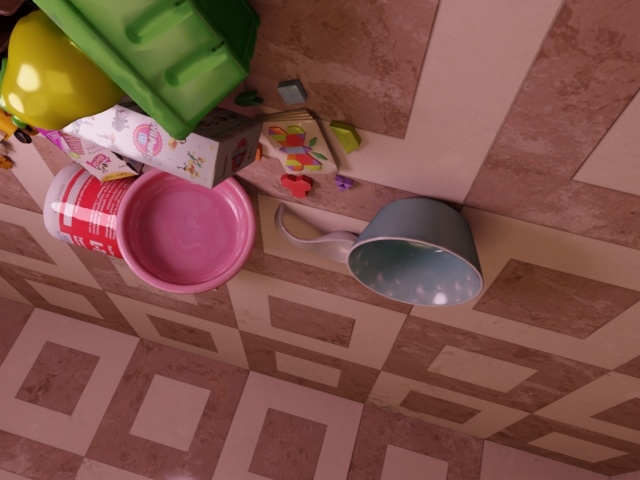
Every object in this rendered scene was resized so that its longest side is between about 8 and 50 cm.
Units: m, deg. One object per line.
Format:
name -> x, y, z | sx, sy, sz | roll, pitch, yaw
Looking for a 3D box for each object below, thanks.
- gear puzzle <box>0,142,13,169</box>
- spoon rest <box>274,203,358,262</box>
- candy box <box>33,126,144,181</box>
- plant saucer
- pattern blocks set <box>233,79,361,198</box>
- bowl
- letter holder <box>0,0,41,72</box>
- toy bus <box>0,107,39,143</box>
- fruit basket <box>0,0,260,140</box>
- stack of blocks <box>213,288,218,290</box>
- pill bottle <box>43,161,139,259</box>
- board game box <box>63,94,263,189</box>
gear puzzle -> -0.975, -0.306, 1.495 | 0.175, 0.044, 0.339 | 9, 153, 12
spoon rest -> 0.000, 0.000, 1.426 | 0.276, 0.084, 0.137 | 24, 151, -10
candy box -> -0.553, -0.245, 1.275 | 0.159, 0.071, 0.233 | -5, 145, 34
plant saucer -> -0.327, -0.029, 1.317 | 0.332, 0.332, 0.084 | 23, 164, -9
pattern blocks set -> -0.048, -0.205, 1.156 | 0.285, 0.026, 0.325 | -7, 142, 37
bowl -> 0.229, 0.015, 1.239 | 0.311, 0.163, 0.311 | 14, 150, 8
letter holder -> -0.682, -0.434, 0.922 | 0.302, 0.214, 0.152 | 28, 150, -18
toy bus -> -0.775, -0.298, 1.323 | 0.202, 0.104, 0.191 | 14, 151, 7
fruit basket -> -0.331, -0.328, 0.832 | 0.392, 0.283, 0.392 | 2, 142, 2
stack of blocks -> -0.431, 0.061, 1.683 | 0.297, 0.171, 0.087 | -1, 146, 31
pill bottle -> -0.510, -0.058, 1.461 | 0.407, 0.229, 0.229 | 16, 151, 5
board game box -> -0.296, -0.220, 1.038 | 0.303, 0.224, 0.097 | 20, 115, 7
